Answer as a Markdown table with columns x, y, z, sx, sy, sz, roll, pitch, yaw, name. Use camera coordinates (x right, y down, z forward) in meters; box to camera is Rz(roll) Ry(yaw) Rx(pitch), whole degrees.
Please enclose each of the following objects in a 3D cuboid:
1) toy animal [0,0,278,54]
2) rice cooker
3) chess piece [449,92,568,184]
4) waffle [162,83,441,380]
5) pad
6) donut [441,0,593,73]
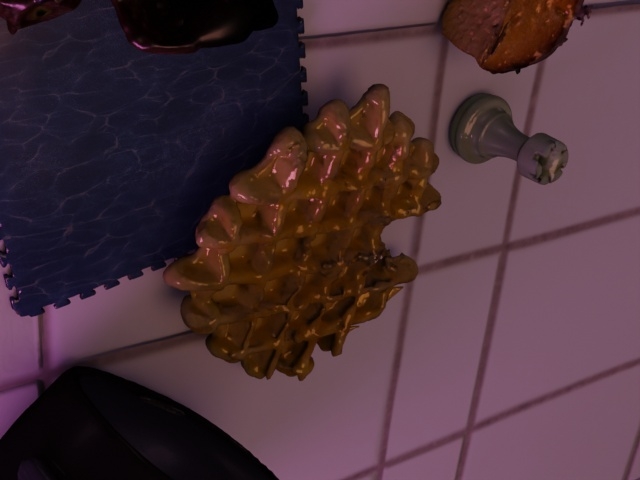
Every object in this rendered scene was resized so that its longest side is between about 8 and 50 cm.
| x | y | z | sx | sy | sz | roll | pitch | yaw | name |
| --- | --- | --- | --- | --- | --- | --- | --- | --- | --- |
| -0.125 | -0.197 | 0.582 | 0.179 | 0.116 | 0.218 | -31 | 119 | 8 | toy animal |
| -0.149 | 0.244 | 0.713 | 0.267 | 0.267 | 0.224 | 36 | 87 | -45 | rice cooker |
| 0.173 | -0.088 | 0.864 | 0.067 | 0.103 | 0.067 | -20 | 127 | -29 | chess piece |
| -0.001 | -0.001 | 0.802 | 0.261 | 0.056 | 0.250 | -41 | 140 | -6 | waffle |
| -0.122 | -0.093 | 0.694 | 0.270 | 0.012 | 0.269 | -23 | 128 | -26 | pad |
| 0.160 | -0.238 | 0.787 | 0.146 | 0.078 | 0.181 | -29 | 124 | -22 | donut |
